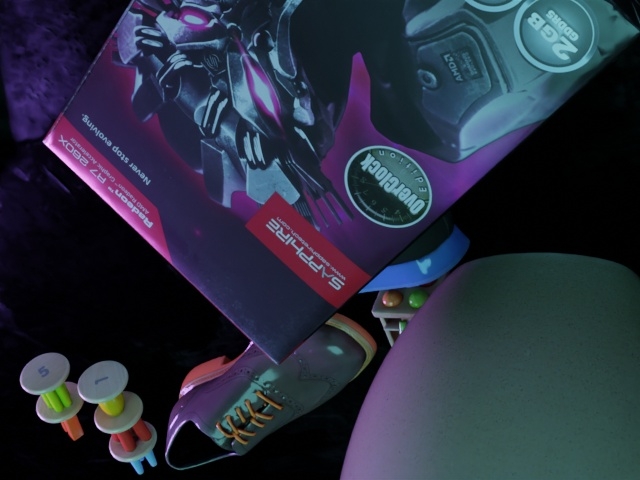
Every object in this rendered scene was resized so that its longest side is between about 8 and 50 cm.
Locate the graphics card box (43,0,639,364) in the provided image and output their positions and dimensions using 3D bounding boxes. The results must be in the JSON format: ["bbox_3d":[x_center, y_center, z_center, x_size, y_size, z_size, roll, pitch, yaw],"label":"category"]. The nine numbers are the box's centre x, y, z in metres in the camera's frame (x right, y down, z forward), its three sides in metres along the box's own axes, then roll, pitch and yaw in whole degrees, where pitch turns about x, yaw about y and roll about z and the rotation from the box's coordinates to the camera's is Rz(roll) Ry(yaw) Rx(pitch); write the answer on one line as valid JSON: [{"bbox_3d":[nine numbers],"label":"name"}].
[{"bbox_3d":[0.001,-0.104,0.713,0.233,0.094,0.371,45,131,-1],"label":"graphics card box"}]

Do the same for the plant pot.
[{"bbox_3d":[0.155,0.116,0.818,0.284,0.191,0.284,3,165,1],"label":"plant pot"}]

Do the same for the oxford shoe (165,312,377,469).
[{"bbox_3d":[-0.049,0.145,1.050,0.097,0.098,0.271,38,138,-15],"label":"oxford shoe"}]

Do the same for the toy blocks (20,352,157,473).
[{"bbox_3d":[-0.237,0.189,1.226,0.123,0.054,0.148,5,136,21],"label":"toy blocks"}]

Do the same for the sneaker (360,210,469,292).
[{"bbox_3d":[0.000,0.000,0.897,0.232,0.081,0.090,-19,115,35],"label":"sneaker"}]

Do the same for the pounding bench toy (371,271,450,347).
[{"bbox_3d":[0.073,0.067,0.919,0.052,0.083,0.065,0,134,27],"label":"pounding bench toy"}]
